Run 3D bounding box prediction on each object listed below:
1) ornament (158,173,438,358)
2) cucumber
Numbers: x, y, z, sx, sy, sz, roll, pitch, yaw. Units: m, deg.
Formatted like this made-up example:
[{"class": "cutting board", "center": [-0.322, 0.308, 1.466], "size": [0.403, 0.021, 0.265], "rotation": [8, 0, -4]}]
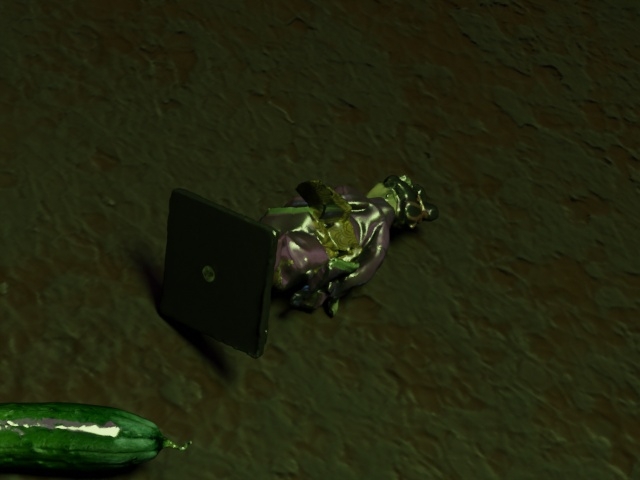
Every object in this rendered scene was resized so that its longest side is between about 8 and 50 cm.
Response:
[{"class": "ornament", "center": [-0.008, -0.002, 1.089], "size": [0.081, 0.088, 0.203], "rotation": [21, 26, 29]}, {"class": "cucumber", "center": [-0.152, 0.102, 0.944], "size": [0.168, 0.039, 0.039], "rotation": [3, 49, -19]}]
